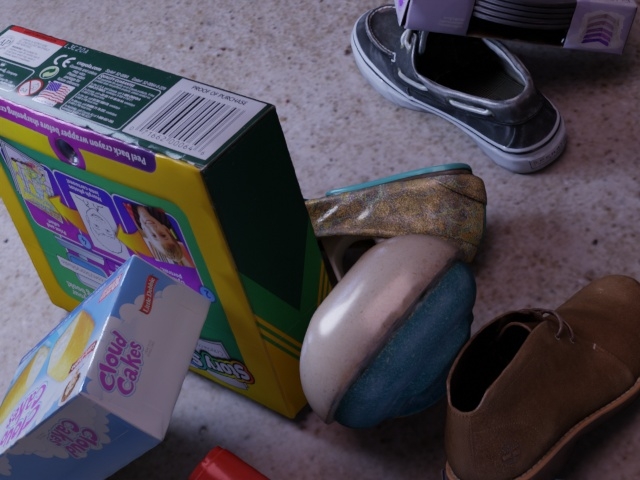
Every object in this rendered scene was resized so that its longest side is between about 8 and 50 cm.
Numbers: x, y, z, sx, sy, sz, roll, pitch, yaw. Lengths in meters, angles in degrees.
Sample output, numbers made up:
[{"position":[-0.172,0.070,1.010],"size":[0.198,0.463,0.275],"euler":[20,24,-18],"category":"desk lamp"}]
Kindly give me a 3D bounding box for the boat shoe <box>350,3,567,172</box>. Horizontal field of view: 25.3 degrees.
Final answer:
[{"position":[0.143,-0.199,1.552],"size":[0.121,0.119,0.335],"euler":[-39,46,-14],"category":"boat shoe"}]

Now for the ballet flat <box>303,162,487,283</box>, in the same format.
[{"position":[0.000,0.000,1.449],"size":[0.349,0.123,0.123],"euler":[-7,47,21],"category":"ballet flat"}]

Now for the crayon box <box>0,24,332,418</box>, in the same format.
[{"position":[-0.164,-0.022,1.380],"size":[0.363,0.313,0.106],"euler":[21,53,37],"category":"crayon box"}]

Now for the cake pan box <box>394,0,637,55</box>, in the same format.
[{"position":[0.196,-0.298,1.560],"size":[0.246,0.070,0.267],"euler":[5,36,-7],"category":"cake pan box"}]

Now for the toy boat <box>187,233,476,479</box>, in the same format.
[{"position":[0.034,0.144,1.241],"size":[0.148,0.267,0.318],"euler":[39,87,9],"category":"toy boat"}]

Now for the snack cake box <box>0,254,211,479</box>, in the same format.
[{"position":[-0.217,0.143,1.320],"size":[0.264,0.089,0.152],"euler":[-37,26,47],"category":"snack cake box"}]

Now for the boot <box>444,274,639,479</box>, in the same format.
[{"position":[0.203,0.096,1.219],"size":[0.112,0.115,0.305],"euler":[7,33,37],"category":"boot"}]

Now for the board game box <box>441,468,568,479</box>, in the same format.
[{"position":[0.165,0.266,1.151],"size":[0.194,0.060,0.194],"euler":[14,56,35],"category":"board game box"}]
